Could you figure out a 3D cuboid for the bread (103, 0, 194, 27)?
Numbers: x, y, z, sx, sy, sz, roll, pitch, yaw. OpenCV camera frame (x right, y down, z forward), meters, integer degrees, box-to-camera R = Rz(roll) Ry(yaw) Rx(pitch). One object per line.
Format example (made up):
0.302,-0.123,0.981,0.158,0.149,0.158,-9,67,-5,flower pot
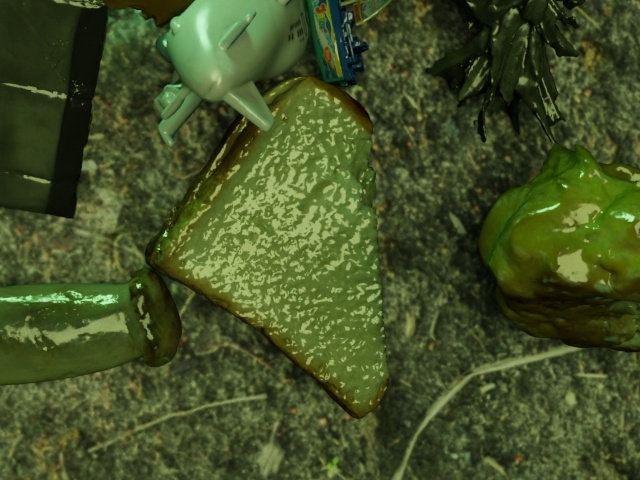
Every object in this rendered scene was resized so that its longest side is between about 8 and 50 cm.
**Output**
-0.228,-0.265,1.185,0.088,0.049,0.226,-38,139,22,bread

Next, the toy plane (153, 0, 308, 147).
-0.073,-0.192,1.171,0.122,0.267,0.267,39,84,-14,toy plane

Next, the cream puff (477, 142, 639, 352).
0.297,-0.001,1.246,0.281,0.282,0.185,13,66,-11,cream puff

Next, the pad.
-0.303,-0.136,1.191,0.174,0.022,0.233,9,114,-12,pad

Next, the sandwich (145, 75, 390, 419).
0.001,0.000,1.249,0.288,0.099,0.254,41,81,-15,sandwich

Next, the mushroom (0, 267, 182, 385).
-0.291,0.089,1.214,0.312,0.081,0.100,-6,81,-7,mushroom

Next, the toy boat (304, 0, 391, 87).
0.039,-0.247,1.267,0.110,0.091,0.175,-11,88,7,toy boat

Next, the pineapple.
0.201,-0.276,1.270,0.165,0.165,0.365,12,91,-11,pineapple
